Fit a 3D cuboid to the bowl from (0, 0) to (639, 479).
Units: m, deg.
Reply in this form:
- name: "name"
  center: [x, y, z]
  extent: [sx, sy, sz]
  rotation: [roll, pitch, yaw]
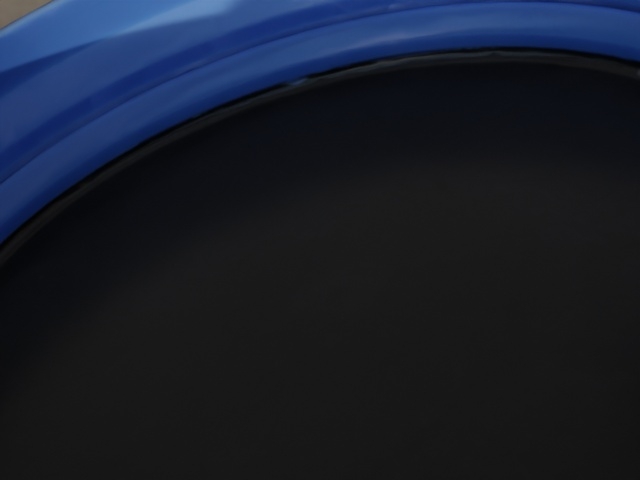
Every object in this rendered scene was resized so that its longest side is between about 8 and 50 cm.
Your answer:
- name: "bowl"
  center: [0.000, 0.000, 0.428]
  extent: [0.391, 0.391, 0.077]
  rotation: [-6, 126, 18]
